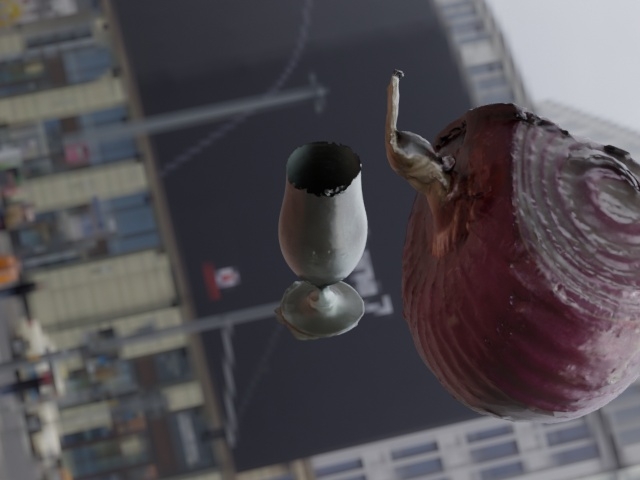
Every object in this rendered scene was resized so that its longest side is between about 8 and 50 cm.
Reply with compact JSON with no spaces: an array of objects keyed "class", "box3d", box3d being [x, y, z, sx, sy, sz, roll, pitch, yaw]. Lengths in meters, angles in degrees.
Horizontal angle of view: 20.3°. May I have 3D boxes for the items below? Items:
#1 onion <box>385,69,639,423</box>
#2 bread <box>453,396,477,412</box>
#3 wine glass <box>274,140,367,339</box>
[{"class":"onion","box3d":[0.169,0.034,1.455,0.256,0.272,0.230,83,19,-70]},{"class":"bread","box3d":[0.180,0.062,1.706,0.246,0.135,0.232,-119,-156,-61]},{"class":"wine glass","box3d":[0.000,0.000,1.961,0.103,0.103,0.222,-111,-164,-47]}]
